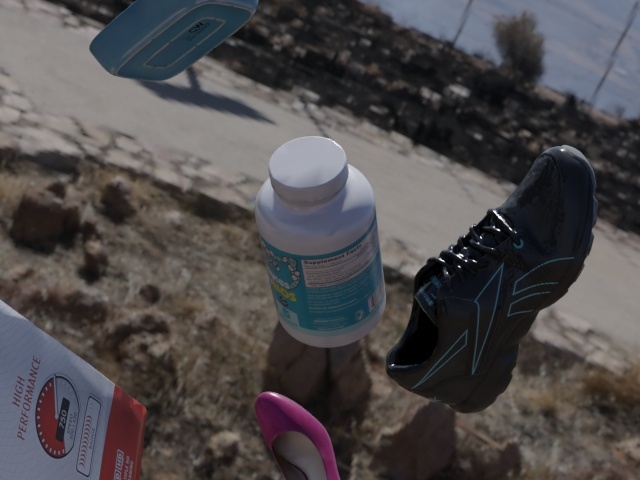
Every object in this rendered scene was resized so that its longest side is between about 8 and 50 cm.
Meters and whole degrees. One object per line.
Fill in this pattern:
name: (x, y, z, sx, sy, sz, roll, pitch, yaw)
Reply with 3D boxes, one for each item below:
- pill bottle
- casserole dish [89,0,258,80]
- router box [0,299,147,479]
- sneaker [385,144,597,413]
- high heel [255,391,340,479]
pill bottle: (0.000, 0.000, 1.392, 0.146, 0.264, 0.146, -5, 45, 5)
casserole dish: (-0.135, -0.202, 1.073, 0.114, 0.188, 0.037, -4, 68, -53)
router box: (-0.186, 0.178, 0.446, 0.082, 0.335, 0.301, -8, -29, 17)
sneaker: (0.151, 0.035, 0.996, 0.106, 0.267, 0.101, 17, 17, -24)
high heel: (-0.027, 0.314, 1.494, 0.244, 0.082, 0.117, 59, 24, 6)
